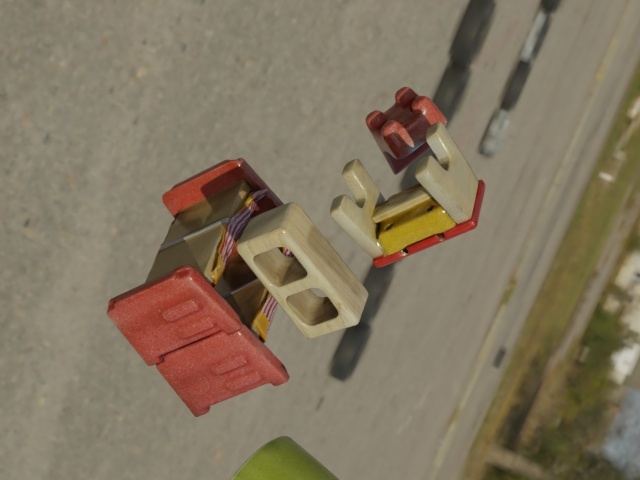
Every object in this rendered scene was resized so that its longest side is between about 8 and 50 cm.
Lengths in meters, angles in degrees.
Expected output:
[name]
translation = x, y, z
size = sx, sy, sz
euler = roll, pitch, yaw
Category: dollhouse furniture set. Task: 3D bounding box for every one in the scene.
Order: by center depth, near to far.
[dollhouse furniture set]
translation = 0.000, 0.000, 1.141
size = 0.374, 0.152, 0.201
euler = -23, -151, 30

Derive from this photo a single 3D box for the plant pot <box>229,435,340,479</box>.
[plant pot]
translation = 0.004, 0.460, 1.673
size = 0.275, 0.293, 0.275
euler = -50, 157, -30
